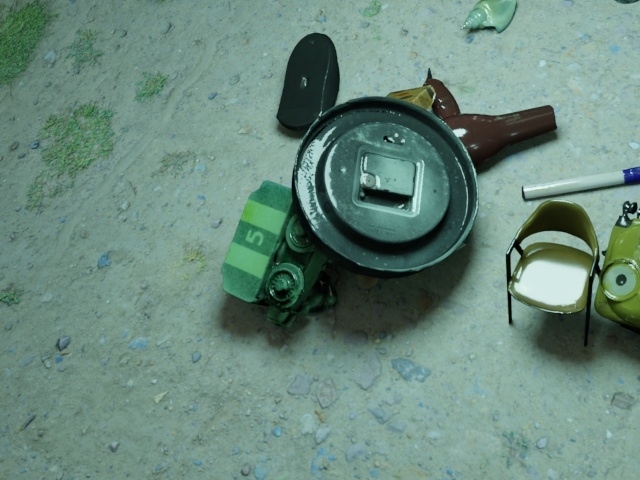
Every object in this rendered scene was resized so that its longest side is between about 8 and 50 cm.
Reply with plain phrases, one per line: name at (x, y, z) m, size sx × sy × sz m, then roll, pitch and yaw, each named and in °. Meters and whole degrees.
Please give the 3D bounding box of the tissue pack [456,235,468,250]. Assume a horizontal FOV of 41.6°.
tissue pack at (0.270, -0.042, 1.795) m, size 0.085 × 0.079 × 0.111 m, roll 20°, pitch 66°, yaw -10°

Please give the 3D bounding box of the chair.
chair at (0.439, 0.058, 1.573) m, size 0.158 × 0.247 × 0.172 m, roll 16°, pitch 68°, yaw 27°

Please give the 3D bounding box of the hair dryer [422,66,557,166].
hair dryer at (0.336, -0.307, 1.921) m, size 0.312 × 0.123 × 0.340 m, roll -18°, pitch 46°, yaw 4°

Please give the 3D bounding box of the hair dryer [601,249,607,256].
hair dryer at (0.705, 0.063, 1.581) m, size 0.352 × 0.107 × 0.189 m, roll 6°, pitch 65°, yaw 31°

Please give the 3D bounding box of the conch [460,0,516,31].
conch at (0.412, -0.552, 2.045) m, size 0.180 × 0.065 × 0.088 m, roll -34°, pitch 54°, yaw -13°

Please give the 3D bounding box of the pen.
pen at (0.557, -0.121, 1.764) m, size 0.268 × 0.033 × 0.033 m, roll -9°, pitch 59°, yaw 14°

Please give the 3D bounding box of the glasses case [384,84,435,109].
glasses case at (0.196, -0.318, 1.946) m, size 0.064 × 0.041 × 0.170 m, roll -45°, pitch 21°, yaw -18°

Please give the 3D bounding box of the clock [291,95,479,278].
clock at (0.127, -0.107, 1.697) m, size 0.386 × 0.076 × 0.386 m, roll 5°, pitch 69°, yaw -12°

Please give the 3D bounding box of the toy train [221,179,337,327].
toy train at (-0.068, 0.026, 1.795) m, size 0.238 × 0.167 × 0.299 m, roll 23°, pitch 90°, yaw 31°

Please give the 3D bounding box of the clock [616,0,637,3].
clock at (0.728, -0.595, 1.991) m, size 0.085 × 0.017 × 0.085 m, roll -9°, pitch 59°, yaw 15°

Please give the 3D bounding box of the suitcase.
suitcase at (0.606, 0.059, 1.507) m, size 0.193 × 0.143 × 0.235 m, roll 15°, pitch 91°, yaw 42°

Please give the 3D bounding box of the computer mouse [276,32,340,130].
computer mouse at (-0.020, -0.381, 2.082) m, size 0.137 × 0.086 × 0.270 m, roll 0°, pitch 69°, yaw 29°
